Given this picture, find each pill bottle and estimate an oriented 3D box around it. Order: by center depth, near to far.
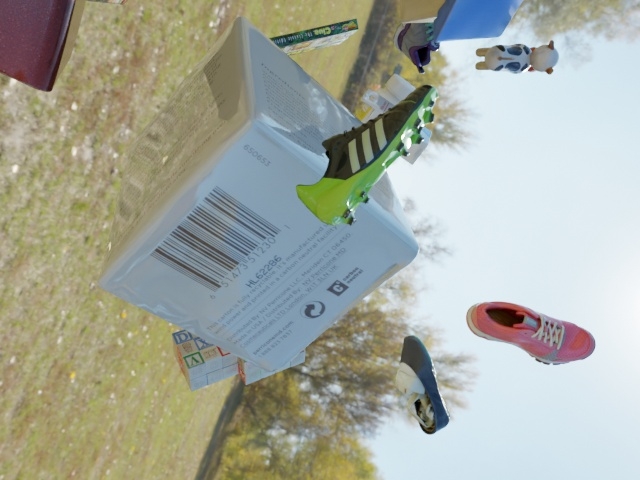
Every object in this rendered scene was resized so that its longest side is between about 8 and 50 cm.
[{"bbox_3d":[0.154,-0.298,1.425,0.208,0.119,0.119,-49,-170,23],"label":"pill bottle"}]

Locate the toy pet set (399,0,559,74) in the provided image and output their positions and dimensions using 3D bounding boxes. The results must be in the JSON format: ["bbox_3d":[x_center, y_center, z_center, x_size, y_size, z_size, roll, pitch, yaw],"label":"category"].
[{"bbox_3d":[0.100,-0.146,0.293,0.065,0.114,0.122,25,-57,59],"label":"toy pet set"}]

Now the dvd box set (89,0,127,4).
[{"bbox_3d":[-0.352,-0.681,1.211,0.420,0.062,0.308,-44,-165,13],"label":"dvd box set"}]

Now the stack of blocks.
[{"bbox_3d":[-0.206,0.274,1.467,0.171,0.297,0.087,48,-36,43],"label":"stack of blocks"}]

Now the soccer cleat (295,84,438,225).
[{"bbox_3d":[0.047,-0.095,0.574,0.179,0.072,0.060,-50,161,-7],"label":"soccer cleat"}]

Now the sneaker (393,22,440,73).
[{"bbox_3d":[0.216,-0.425,1.092,0.083,0.098,0.224,-23,161,-20],"label":"sneaker"}]

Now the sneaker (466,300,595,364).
[{"bbox_3d":[0.517,0.224,1.407,0.136,0.313,0.116,72,33,-71],"label":"sneaker"}]

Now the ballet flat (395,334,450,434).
[{"bbox_3d":[0.176,0.265,1.022,0.074,0.074,0.203,-73,144,-61],"label":"ballet flat"}]

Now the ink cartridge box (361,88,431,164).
[{"bbox_3d":[0.160,-0.261,1.310,0.060,0.180,0.104,-54,-177,32],"label":"ink cartridge box"}]

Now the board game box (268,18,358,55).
[{"bbox_3d":[-0.055,-0.444,1.299,0.136,0.259,0.031,-155,-131,-73],"label":"board game box"}]

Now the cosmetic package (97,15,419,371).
[{"bbox_3d":[-0.103,-0.080,0.930,0.329,0.327,0.394,-42,-147,22],"label":"cosmetic package"}]

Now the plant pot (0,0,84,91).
[{"bbox_3d":[-0.327,-0.323,0.526,0.236,0.267,0.267,-60,-152,13],"label":"plant pot"}]
